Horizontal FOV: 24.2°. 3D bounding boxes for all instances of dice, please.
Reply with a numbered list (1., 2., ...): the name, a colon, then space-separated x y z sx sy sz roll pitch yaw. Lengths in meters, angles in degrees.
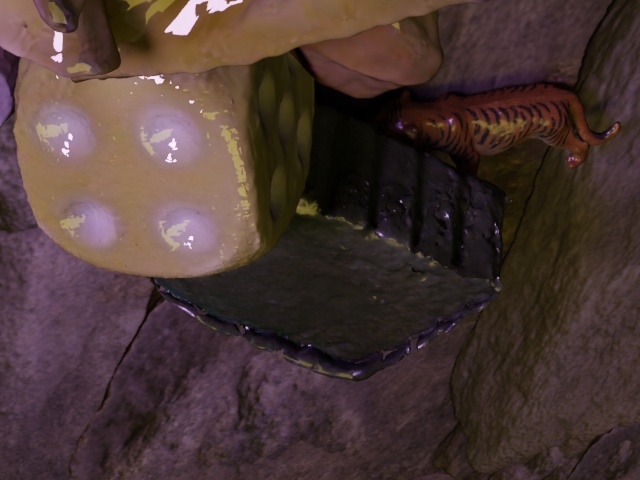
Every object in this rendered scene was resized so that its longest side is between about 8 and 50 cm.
1. dice: -0.102 -0.087 1.028 0.166 0.169 0.169 4 127 13

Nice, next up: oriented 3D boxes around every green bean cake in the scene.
1. green bean cake: 0.000 0.000 1.274 0.255 0.132 0.241 22 147 -23

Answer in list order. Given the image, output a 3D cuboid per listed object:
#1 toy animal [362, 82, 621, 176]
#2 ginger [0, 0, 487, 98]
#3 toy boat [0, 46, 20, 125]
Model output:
1. toy animal: 0.151 -0.093 1.293 0.241 0.057 0.099 -7 149 -10
2. ginger: -0.088 -0.220 0.726 0.413 0.211 0.358 13 118 -21
3. toy boat: -0.301 -0.148 1.008 0.227 0.085 0.155 23 138 -30
